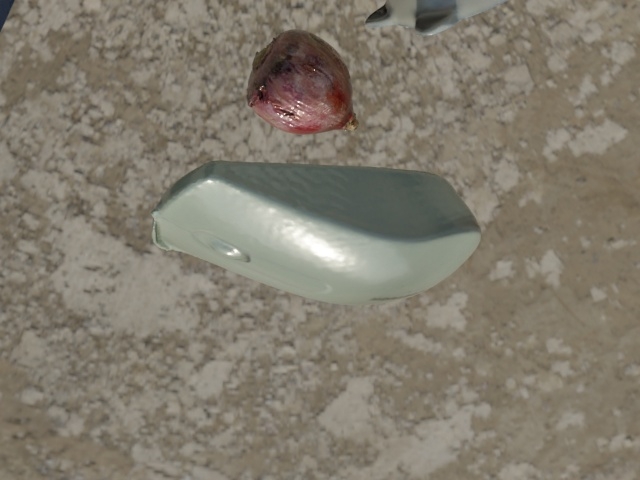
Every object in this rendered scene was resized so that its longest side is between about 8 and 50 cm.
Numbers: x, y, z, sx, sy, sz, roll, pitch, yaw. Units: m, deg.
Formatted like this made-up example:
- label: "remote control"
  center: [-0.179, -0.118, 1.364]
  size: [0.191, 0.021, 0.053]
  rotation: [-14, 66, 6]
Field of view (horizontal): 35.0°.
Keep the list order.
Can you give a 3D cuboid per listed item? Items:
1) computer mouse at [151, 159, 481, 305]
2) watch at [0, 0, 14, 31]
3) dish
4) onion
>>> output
- label: "computer mouse"
  center: [0.000, 0.000, 0.683]
  size: [0.230, 0.079, 0.128]
  rotation: [3, 158, -20]
- label: "watch"
  center: [-0.295, -0.258, 0.858]
  size: [0.275, 0.276, 0.068]
  rotation: [-56, 132, -11]
- label: "dish"
  center: [0.135, -0.299, 1.018]
  size: [0.227, 0.236, 0.086]
  rotation: [-17, 119, 21]
- label: "onion"
  center: [-0.014, -0.225, 1.528]
  size: [0.195, 0.159, 0.159]
  rotation: [31, 116, -19]
